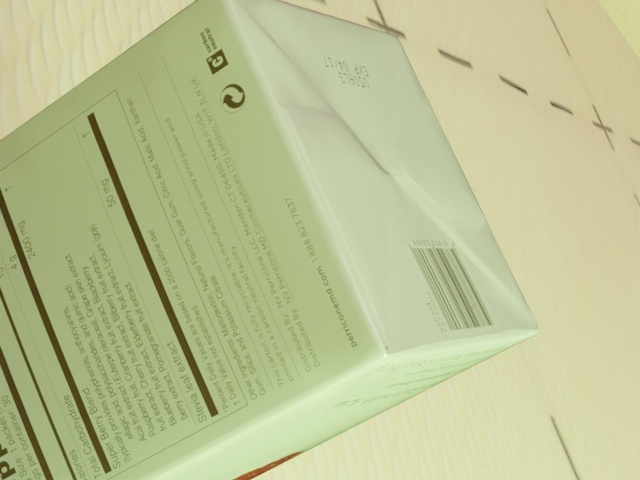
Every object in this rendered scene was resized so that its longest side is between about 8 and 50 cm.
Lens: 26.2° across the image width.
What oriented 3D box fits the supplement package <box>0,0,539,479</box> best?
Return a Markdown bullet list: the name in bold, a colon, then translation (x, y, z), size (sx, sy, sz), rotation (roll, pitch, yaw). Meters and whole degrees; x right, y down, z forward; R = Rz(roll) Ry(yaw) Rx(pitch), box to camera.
- **supplement package**: translation (-0.079, 0.036, 0.674), size (0.177, 0.293, 0.175), rotation (-1, 64, -61)
